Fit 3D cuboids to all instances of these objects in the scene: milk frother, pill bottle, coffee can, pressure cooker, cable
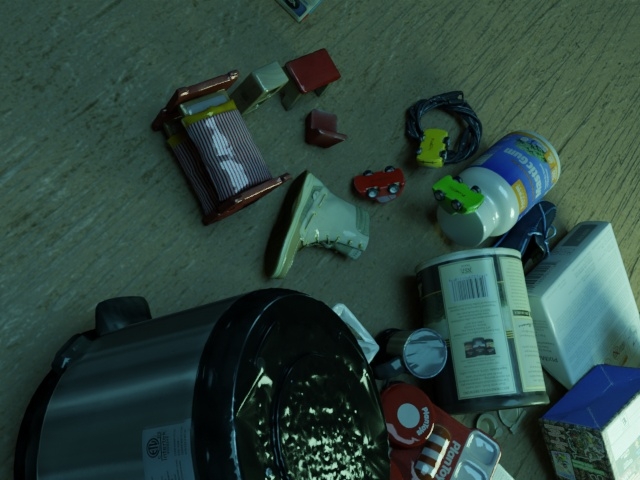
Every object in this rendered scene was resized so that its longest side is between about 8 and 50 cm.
[{"bbox_3d":[0.159,0.233,1.261,0.129,0.135,0.143,-43,98,-18],"label":"milk frother"},{"bbox_3d":[0.361,-0.103,1.468,0.272,0.152,0.152,-39,97,-33],"label":"pill bottle"},{"bbox_3d":[0.290,0.171,1.311,0.201,0.201,0.275,3,72,-30],"label":"coffee can"},{"bbox_3d":[-0.167,0.266,0.914,0.375,0.420,0.370,52,34,-33],"label":"pressure cooker"},{"bbox_3d":[0.258,-0.233,1.513,0.184,0.047,0.151,-20,95,-29],"label":"cable"}]

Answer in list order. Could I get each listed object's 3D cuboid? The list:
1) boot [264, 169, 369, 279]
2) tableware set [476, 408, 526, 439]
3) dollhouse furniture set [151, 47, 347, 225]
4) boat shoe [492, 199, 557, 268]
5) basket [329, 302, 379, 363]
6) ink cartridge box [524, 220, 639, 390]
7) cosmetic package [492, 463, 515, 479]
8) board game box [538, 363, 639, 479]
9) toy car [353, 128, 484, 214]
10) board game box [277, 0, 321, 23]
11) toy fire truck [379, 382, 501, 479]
[{"bbox_3d":[0.000,0.000,1.272,0.165,0.077,0.213,31,60,-22],"label":"boot"},{"bbox_3d":[0.337,0.315,1.414,0.141,0.020,0.169,-25,90,-33],"label":"tableware set"},{"bbox_3d":[-0.077,-0.201,1.236,0.374,0.152,0.201,-31,93,-33],"label":"dollhouse furniture set"},{"bbox_3d":[0.433,0.019,1.502,0.258,0.089,0.109,-47,140,-22],"label":"boat shoe"},{"bbox_3d":[-0.005,0.201,1.194,0.113,0.103,0.167,50,59,-10],"label":"basket"},{"bbox_3d":[0.583,0.196,1.578,0.308,0.091,0.385,-37,113,-33],"label":"ink cartridge box"},{"bbox_3d":[0.309,0.474,1.296,0.231,0.117,0.085,46,60,-13],"label":"cosmetic package"},{"bbox_3d":[0.593,0.432,1.427,0.232,0.141,0.291,-27,103,-33],"label":"board game box"},{"bbox_3d":[0.213,-0.104,1.364,0.239,0.053,0.225,-35,51,-22],"label":"toy car"},{"bbox_3d":[-0.058,-0.588,1.268,0.308,0.302,0.086,42,60,-15],"label":"board game box"},{"bbox_3d":[0.141,0.390,1.137,0.254,0.169,0.302,34,57,-2],"label":"toy fire truck"}]
